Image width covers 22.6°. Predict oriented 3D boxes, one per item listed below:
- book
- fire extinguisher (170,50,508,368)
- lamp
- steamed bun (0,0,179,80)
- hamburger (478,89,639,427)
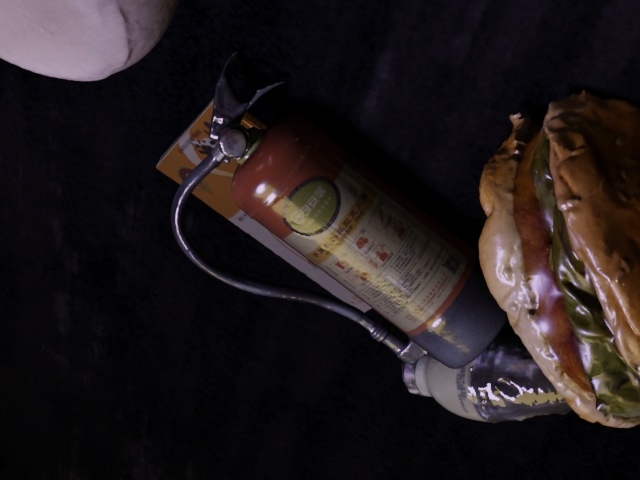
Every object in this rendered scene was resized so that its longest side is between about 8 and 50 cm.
[{"bbox_3d":[-0.026,-0.034,1.735,0.295,0.020,0.208,36,152,-9],"label":"book"},{"bbox_3d":[0.003,0.000,1.590,0.376,0.200,0.113,39,179,-12],"label":"fire extinguisher"},{"bbox_3d":[0.194,0.147,1.727,0.250,0.101,0.101,-2,139,38],"label":"lamp"},{"bbox_3d":[-0.236,-0.277,1.361,0.283,0.177,0.283,25,156,12],"label":"steamed bun"},{"bbox_3d":[0.271,0.050,1.365,0.330,0.209,0.162,41,152,-22],"label":"hamburger"}]
